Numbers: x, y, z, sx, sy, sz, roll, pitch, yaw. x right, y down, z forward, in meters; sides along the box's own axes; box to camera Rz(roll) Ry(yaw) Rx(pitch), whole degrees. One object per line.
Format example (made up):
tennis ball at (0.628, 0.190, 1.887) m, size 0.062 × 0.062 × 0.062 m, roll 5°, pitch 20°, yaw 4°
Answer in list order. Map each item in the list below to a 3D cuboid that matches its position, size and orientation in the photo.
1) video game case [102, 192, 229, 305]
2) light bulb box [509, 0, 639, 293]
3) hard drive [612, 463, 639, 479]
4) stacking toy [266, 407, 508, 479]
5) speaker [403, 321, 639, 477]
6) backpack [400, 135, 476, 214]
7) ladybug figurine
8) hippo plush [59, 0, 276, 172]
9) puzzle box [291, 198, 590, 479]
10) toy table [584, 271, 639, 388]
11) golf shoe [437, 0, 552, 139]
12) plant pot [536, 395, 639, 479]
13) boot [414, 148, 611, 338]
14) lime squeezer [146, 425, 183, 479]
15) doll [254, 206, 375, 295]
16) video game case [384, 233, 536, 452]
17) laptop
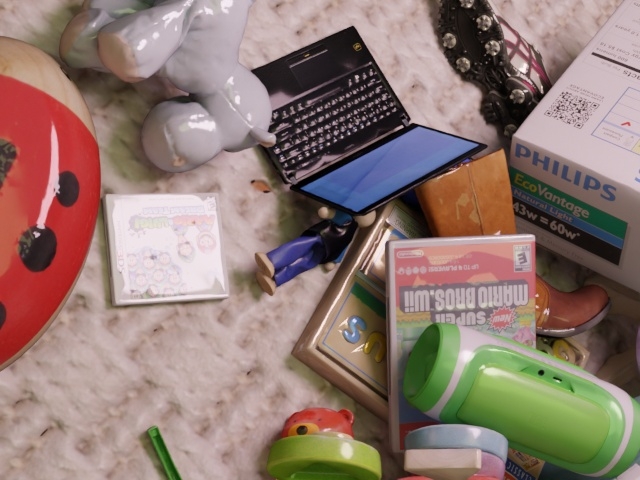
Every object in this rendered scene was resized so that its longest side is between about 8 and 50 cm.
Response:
video game case at (-0.198, 0.009, 1.434) m, size 0.157 × 0.019 × 0.143 m, roll -2°, pitch 80°, yaw -28°
light bulb box at (0.513, -0.123, 1.630) m, size 0.358 × 0.225 × 0.361 m, roll 29°, pitch 60°, yaw 24°
hard drive at (0.346, 0.488, 1.477) m, size 0.353 × 0.047 × 0.233 m, roll -38°, pitch 105°, yaw 5°
stacking toy at (0.078, 0.244, 1.343) m, size 0.309 × 0.279 × 0.130 m, roll 0°, pitch 63°, yaw 9°
speaker at (0.261, 0.206, 1.430) m, size 0.297 × 0.131 × 0.131 m, roll 22°, pitch 69°, yaw -12°
backpack at (0.165, -0.097, 1.606) m, size 0.120 × 0.101 × 0.098 m, roll 31°, pitch 59°, yaw -15°
ladybug figurine at (-0.396, -0.040, 1.259) m, size 0.305 × 0.162 × 0.449 m, roll 19°, pitch 70°, yaw -23°
hippo plush at (-0.167, -0.224, 1.433) m, size 0.294 × 0.234 × 0.236 m, roll -30°, pitch 124°, yaw -15°
puzzle box at (0.183, 0.161, 1.581) m, size 0.409 × 0.052 × 0.272 m, roll 37°, pitch 65°, yaw -16°
toy table at (0.531, 0.141, 1.707) m, size 0.274 × 0.161 × 0.252 m, roll -31°, pitch 93°, yaw -30°
golf shoe at (0.277, -0.286, 1.723) m, size 0.120 × 0.105 × 0.272 m, roll -41°, pitch 105°, yaw -44°
plant pot at (0.442, 0.332, 1.550) m, size 0.166 × 0.165 × 0.234 m, roll 40°, pitch 101°, yaw -14°
boot at (0.275, 0.010, 1.578) m, size 0.264 × 0.096 × 0.280 m, roll -15°, pitch 92°, yaw -17°
lime squeezer at (-0.131, 0.369, 1.345) m, size 0.059 × 0.110 × 0.310 m, roll -34°, pitch 64°, yaw -14°
doll at (0.000, 0.000, 1.496) m, size 0.189 × 0.129 × 0.046 m, roll -30°, pitch 55°, yaw -24°
video game case at (0.190, 0.137, 1.488) m, size 0.204 × 0.025 × 0.285 m, roll -3°, pitch 96°, yaw -10°
laptop at (0.047, -0.171, 1.519) m, size 0.234 × 0.136 × 0.264 m, roll -29°, pitch 86°, yaw -28°
